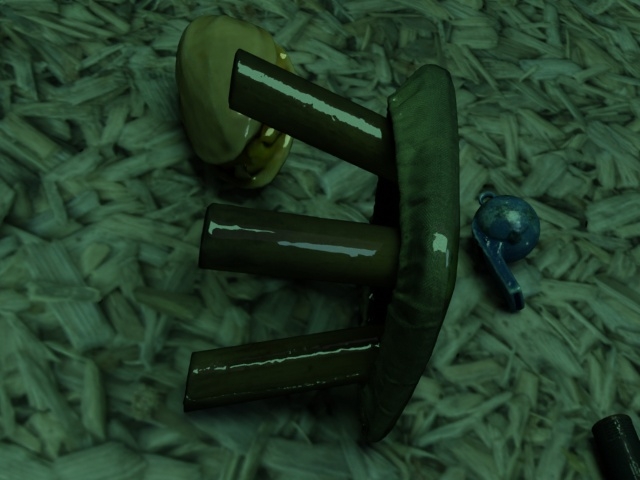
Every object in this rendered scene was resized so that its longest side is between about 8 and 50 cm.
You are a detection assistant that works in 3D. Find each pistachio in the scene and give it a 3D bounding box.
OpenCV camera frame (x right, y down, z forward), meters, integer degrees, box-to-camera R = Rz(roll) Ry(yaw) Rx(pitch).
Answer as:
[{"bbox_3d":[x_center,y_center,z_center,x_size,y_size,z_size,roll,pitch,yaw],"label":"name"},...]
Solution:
[{"bbox_3d":[-0.104,-0.171,1.263,0.157,0.157,0.229,-1,55,-19],"label":"pistachio"}]

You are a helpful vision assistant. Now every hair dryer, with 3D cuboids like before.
[{"bbox_3d":[0.397,0.269,1.102,0.195,0.050,0.173,4,51,-19],"label":"hair dryer"}]

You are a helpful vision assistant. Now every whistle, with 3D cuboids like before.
[{"bbox_3d":[0.229,0.001,1.256,0.090,0.090,0.158,-8,53,-25],"label":"whistle"}]

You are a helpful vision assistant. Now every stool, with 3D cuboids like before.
[{"bbox_3d":[0.000,0.000,1.034,0.226,0.310,0.310,10,46,-4],"label":"stool"}]
